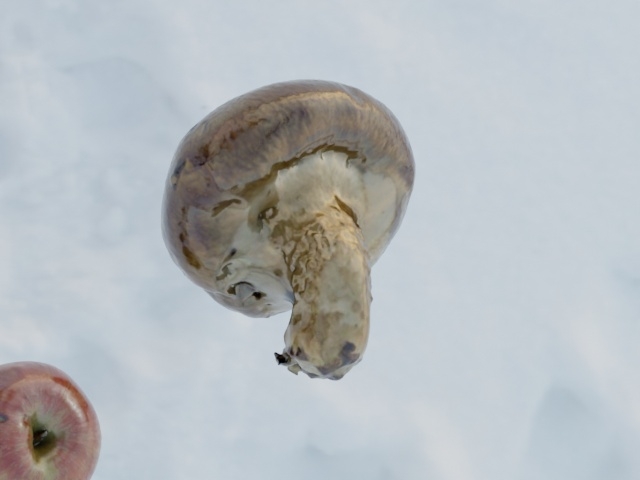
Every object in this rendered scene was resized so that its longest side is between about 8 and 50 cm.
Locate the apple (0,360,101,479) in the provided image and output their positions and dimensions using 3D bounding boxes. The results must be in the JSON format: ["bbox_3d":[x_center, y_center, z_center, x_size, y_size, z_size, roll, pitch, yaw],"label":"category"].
[{"bbox_3d":[-0.272,0.184,1.584,0.146,0.131,0.146,11,69,-30],"label":"apple"}]

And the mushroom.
[{"bbox_3d":[-0.009,-0.020,1.672,0.254,0.267,0.267,42,61,6],"label":"mushroom"}]
